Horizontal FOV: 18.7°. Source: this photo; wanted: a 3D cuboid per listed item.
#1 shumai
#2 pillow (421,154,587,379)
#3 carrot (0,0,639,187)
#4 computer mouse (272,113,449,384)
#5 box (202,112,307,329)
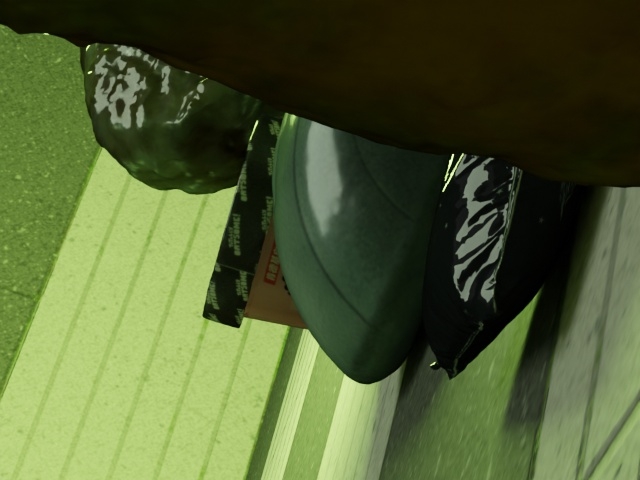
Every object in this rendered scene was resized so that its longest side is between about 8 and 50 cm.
[{"bbox_3d":[-0.023,-0.111,1.559,0.330,0.292,0.288,-62,-37,-37],"label":"shumai"},{"bbox_3d":[0.085,-0.055,0.755,0.141,0.055,0.208,84,-156,-75],"label":"pillow"},{"bbox_3d":[0.003,-0.147,0.458,0.241,0.341,0.241,-164,90,-71],"label":"carrot"},{"bbox_3d":[0.049,-0.093,1.204,0.188,0.122,0.371,114,177,-65],"label":"computer mouse"},{"bbox_3d":[0.000,0.000,1.362,0.151,0.135,0.151,16,-90,-89],"label":"box"}]
